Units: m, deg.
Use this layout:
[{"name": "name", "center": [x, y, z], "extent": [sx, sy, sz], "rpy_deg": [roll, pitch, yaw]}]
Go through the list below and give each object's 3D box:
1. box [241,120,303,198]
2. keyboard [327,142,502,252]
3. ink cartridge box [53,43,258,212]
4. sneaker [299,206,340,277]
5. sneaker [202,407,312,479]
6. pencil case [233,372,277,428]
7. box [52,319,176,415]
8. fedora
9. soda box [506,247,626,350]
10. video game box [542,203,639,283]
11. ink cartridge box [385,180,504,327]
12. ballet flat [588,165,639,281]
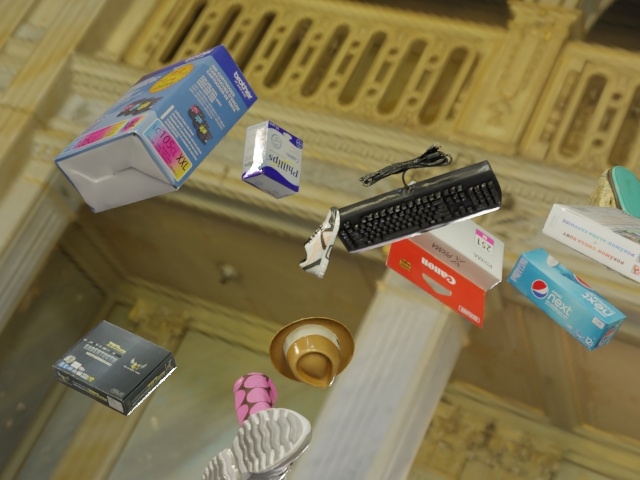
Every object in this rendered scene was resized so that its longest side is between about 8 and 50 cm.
[{"name": "box", "center": [-0.108, -0.182, 2.463], "extent": [0.072, 0.137, 0.126], "rpy_deg": [-13, -27, 38]}, {"name": "keyboard", "center": [0.167, -0.077, 1.990], "extent": [0.317, 0.033, 0.201], "rpy_deg": [-19, -47, 14]}, {"name": "ink cartridge box", "center": [-0.315, -0.246, 2.217], "extent": [0.270, 0.395, 0.151], "rpy_deg": [-12, -61, 40]}, {"name": "sneaker", "center": [0.000, 0.000, 1.605], "extent": [0.044, 0.109, 0.040], "rpy_deg": [18, 4, -2]}, {"name": "sneaker", "center": [-0.091, 0.370, 1.854], "extent": [0.115, 0.105, 0.281], "rpy_deg": [14, -39, -34]}, {"name": "pencil case", "center": [-0.111, 0.335, 2.020], "extent": [0.098, 0.095, 0.209], "rpy_deg": [44, 13, -24]}, {"name": "box", "center": [-0.493, 0.301, 2.591], "extent": [0.233, 0.183, 0.059], "rpy_deg": [22, -44, 28]}, {"name": "fedora", "center": [-0.013, 0.248, 2.257], "extent": [0.194, 0.079, 0.194], "rpy_deg": [-5, -51, -7]}, {"name": "soda box", "center": [0.446, 0.104, 1.974], "extent": [0.210, 0.071, 0.067], "rpy_deg": [44, -54, 29]}, {"name": "video game box", "center": [0.400, 0.013, 1.343], "extent": [0.187, 0.048, 0.205], "rpy_deg": [28, 16, 32]}, {"name": "ink cartridge box", "center": [0.277, 0.028, 2.370], "extent": [0.275, 0.238, 0.060], "rpy_deg": [33, -51, -16]}, {"name": "ballet flat", "center": [0.582, -0.004, 2.076], "extent": [0.123, 0.348, 0.123], "rpy_deg": [1, -51, 2]}]
